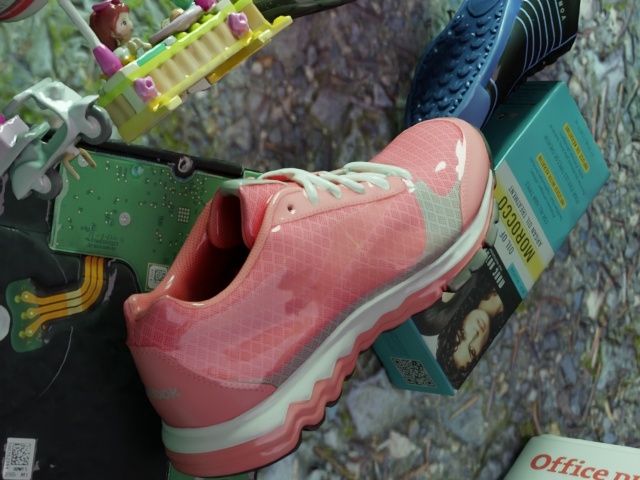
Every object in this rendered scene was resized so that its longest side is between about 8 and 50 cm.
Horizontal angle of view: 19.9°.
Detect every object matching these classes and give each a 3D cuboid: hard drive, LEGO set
[{"bbox_3d":[-0.167,0.051,1.080,0.339,0.064,0.237,9,87,-44],"label":"hard drive"},{"bbox_3d":[-0.099,-0.129,1.043,0.107,0.132,0.287,53,26,-6],"label":"LEGO set"}]

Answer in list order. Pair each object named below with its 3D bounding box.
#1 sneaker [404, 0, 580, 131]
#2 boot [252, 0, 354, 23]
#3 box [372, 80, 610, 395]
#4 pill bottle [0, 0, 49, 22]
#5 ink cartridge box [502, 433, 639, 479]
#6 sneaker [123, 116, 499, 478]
[{"bbox_3d":[0.142,-0.147,1.361,0.090,0.081,0.232,40,64,-31],"label":"sneaker"},{"bbox_3d":[0.008,-0.249,1.235,0.246,0.083,0.161,-35,110,-44],"label":"boot"},{"bbox_3d":[0.120,-0.006,1.363,0.244,0.060,0.100,-51,126,-30],"label":"box"},{"bbox_3d":[-0.228,-0.184,0.971,0.180,0.108,0.108,9,87,-45],"label":"pill bottle"},{"bbox_3d":[0.187,0.290,1.355,0.273,0.198,0.115,-52,126,-29],"label":"ink cartridge box"},{"bbox_3d":[0.000,0.000,1.120,0.314,0.116,0.136,-47,122,-32],"label":"sneaker"}]
